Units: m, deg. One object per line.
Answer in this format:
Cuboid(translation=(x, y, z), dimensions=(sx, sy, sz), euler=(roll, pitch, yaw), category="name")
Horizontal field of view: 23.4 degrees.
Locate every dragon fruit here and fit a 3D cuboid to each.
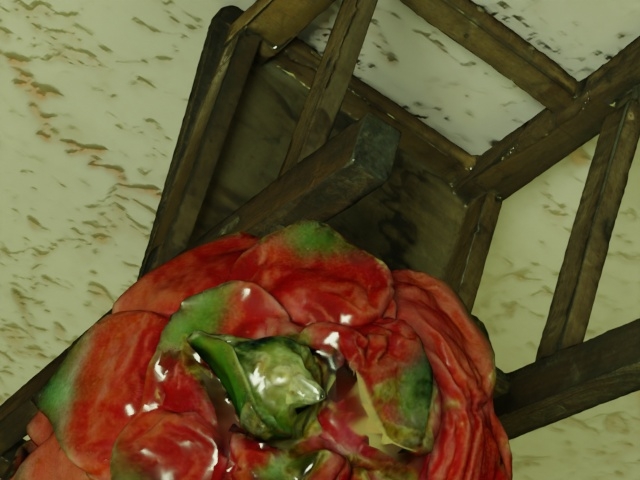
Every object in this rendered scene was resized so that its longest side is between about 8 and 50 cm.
Cuboid(translation=(-0.031, 0.096, 0.619), dimensions=(0.193, 0.192, 0.274), euler=(17, 157, -11), category="dragon fruit")

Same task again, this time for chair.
Cuboid(translation=(0.000, 0.000, 0.842), dimensions=(0.203, 0.240, 0.416), euler=(31, 144, -21), category="chair")
